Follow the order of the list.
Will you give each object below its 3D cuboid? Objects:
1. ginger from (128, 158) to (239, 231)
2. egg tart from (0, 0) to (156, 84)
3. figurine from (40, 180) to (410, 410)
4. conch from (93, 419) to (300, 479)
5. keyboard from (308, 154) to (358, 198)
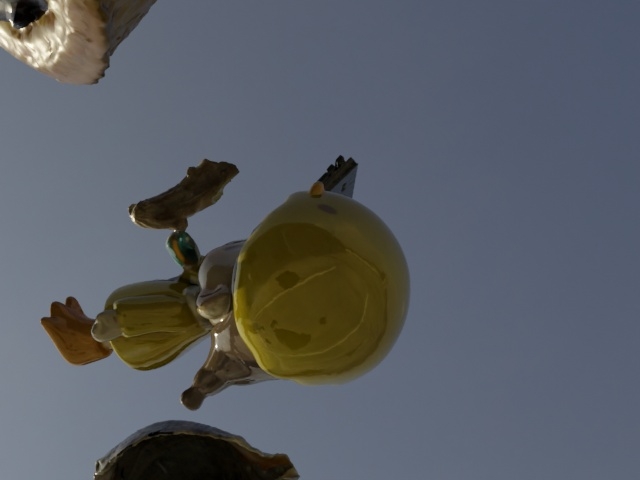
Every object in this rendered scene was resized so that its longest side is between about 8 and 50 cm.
[{"bbox_3d":[-0.158,-0.051,1.526,0.137,0.044,0.057,-33,-58,-6],"label":"ginger"},{"bbox_3d":[-0.131,-0.191,0.614,0.171,0.215,0.215,-42,-56,-21],"label":"egg tart"},{"bbox_3d":[-0.080,0.059,1.234,0.344,0.215,0.187,-12,-77,29],"label":"figurine"},{"bbox_3d":[-0.164,0.308,1.558,0.291,0.159,0.210,-30,-82,9],"label":"conch"},{"bbox_3d":[0.000,0.000,1.697,0.106,0.027,0.317,-45,-17,-25],"label":"keyboard"}]
